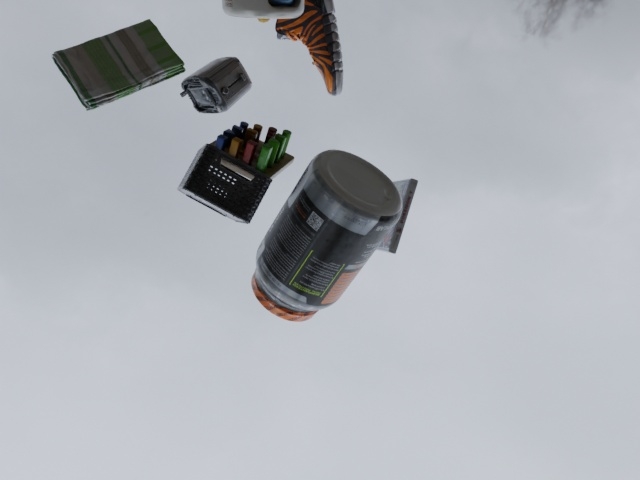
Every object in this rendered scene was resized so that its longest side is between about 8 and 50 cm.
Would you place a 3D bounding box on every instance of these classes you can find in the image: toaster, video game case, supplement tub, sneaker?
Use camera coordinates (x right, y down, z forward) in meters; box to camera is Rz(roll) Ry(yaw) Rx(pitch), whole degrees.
[{"bbox_3d":[-0.312,-0.468,2.022,0.146,0.129,0.227,-44,-150,-24],"label":"toaster"},{"bbox_3d":[0.176,-0.061,1.664,0.023,0.183,0.201,17,179,-10],"label":"video game case"},{"bbox_3d":[0.000,0.000,1.285,0.194,0.316,0.193,24,-146,-17],"label":"supplement tub"},{"bbox_3d":[-0.033,-0.579,1.984,0.180,0.320,0.124,-9,-172,7],"label":"sneaker"}]

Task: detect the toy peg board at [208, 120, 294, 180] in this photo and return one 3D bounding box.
[{"bbox_3d":[-0.149,-0.214,1.481,0.161,0.079,0.161,27,-148,9],"label":"toy peg board"}]

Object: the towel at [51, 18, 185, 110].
[{"bbox_3d":[-0.281,-0.251,0.936,0.152,0.023,0.113,-30,-109,-21],"label":"towel"}]

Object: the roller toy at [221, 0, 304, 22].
[{"bbox_3d":[-0.134,-0.578,1.544,0.210,0.146,0.191,4,-158,5],"label":"roller toy"}]

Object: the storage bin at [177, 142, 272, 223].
[{"bbox_3d":[-0.166,-0.093,1.137,0.122,0.084,0.180,29,175,-15],"label":"storage bin"}]
